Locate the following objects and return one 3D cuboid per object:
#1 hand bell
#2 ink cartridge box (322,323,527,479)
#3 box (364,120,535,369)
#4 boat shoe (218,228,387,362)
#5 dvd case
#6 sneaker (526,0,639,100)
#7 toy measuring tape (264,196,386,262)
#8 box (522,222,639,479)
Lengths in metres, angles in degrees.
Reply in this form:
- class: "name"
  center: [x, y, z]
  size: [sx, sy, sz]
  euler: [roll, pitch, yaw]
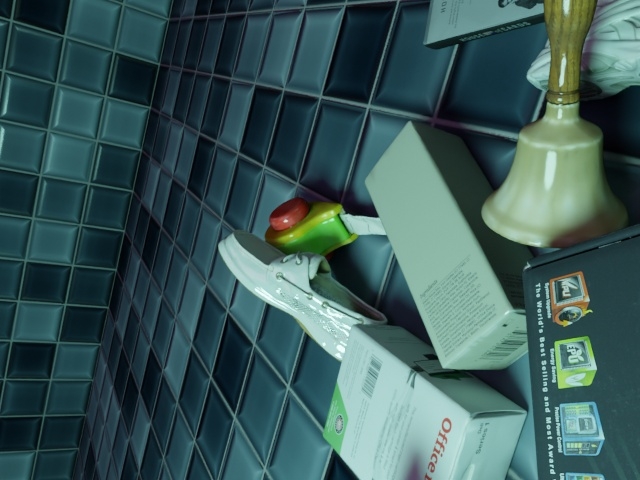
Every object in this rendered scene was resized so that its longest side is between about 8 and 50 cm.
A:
- class: "hand bell"
  center: [0.200, -0.129, 0.467]
  size: [0.126, 0.126, 0.242]
  euler: [43, 146, 54]
- class: "ink cartridge box"
  center: [0.107, 0.213, 0.656]
  size: [0.219, 0.092, 0.160]
  euler: [31, 109, 56]
- class: "box"
  center: [0.149, 0.000, 0.642]
  size: [0.113, 0.094, 0.275]
  euler: [-52, 41, 38]
- class: "boat shoe"
  center: [-0.022, 0.056, 0.820]
  size: [0.277, 0.098, 0.096]
  euler: [36, 115, 11]
- class: "dvd case"
  center: [0.222, -0.335, 0.672]
  size: [0.238, 0.029, 0.179]
  euler: [14, 94, 60]
- class: "sneaker"
  center: [0.281, -0.187, 0.481]
  size: [0.232, 0.090, 0.115]
  euler: [20, 96, 58]
- class: "toy measuring tape"
  center: [0.000, 0.000, 0.862]
  size: [0.330, 0.121, 0.121]
  euler: [13, 93, 59]
- class: "box"
  center: [0.262, 0.162, 0.277]
  size: [0.318, 0.097, 0.395]
  euler: [-27, 52, 54]
